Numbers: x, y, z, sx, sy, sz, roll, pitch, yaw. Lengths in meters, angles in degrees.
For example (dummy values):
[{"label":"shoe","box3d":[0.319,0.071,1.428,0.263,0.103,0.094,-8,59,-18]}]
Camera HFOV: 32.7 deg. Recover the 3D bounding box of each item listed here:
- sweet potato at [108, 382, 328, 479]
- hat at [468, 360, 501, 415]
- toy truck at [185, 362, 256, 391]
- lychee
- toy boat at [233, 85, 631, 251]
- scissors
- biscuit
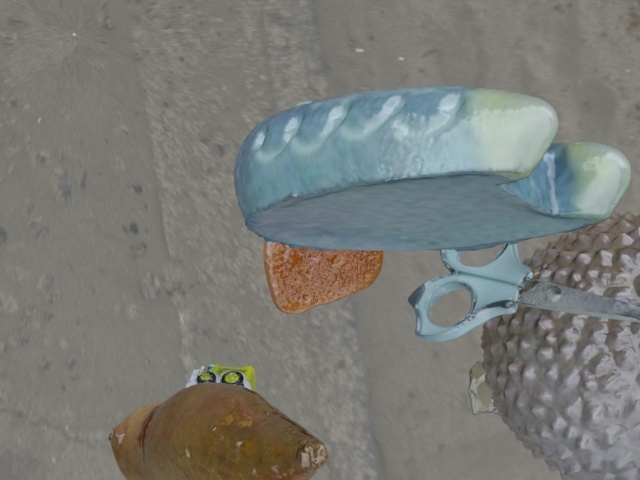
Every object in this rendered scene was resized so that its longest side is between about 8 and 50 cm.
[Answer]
[{"label":"sweet potato","box3d":[-0.095,0.208,1.129,0.131,0.336,0.131,11,71,-34]},{"label":"hat","box3d":[0.352,0.258,1.893,0.175,0.147,0.085,9,102,25]},{"label":"toy truck","box3d":[-0.157,0.227,1.734,0.111,0.077,0.076,3,127,11]},{"label":"lychee","box3d":[0.421,0.156,1.517,0.380,0.380,0.432,13,129,-15]},{"label":"toy boat","box3d":[0.073,-0.071,0.888,0.215,0.329,0.123,16,72,-45]},{"label":"scissors","box3d":[0.254,0.060,1.305,0.029,0.360,0.191,45,69,-33]},{"label":"biscuit","box3d":[0.000,0.000,1.597,0.192,0.036,0.186,-19,104,-20]}]
